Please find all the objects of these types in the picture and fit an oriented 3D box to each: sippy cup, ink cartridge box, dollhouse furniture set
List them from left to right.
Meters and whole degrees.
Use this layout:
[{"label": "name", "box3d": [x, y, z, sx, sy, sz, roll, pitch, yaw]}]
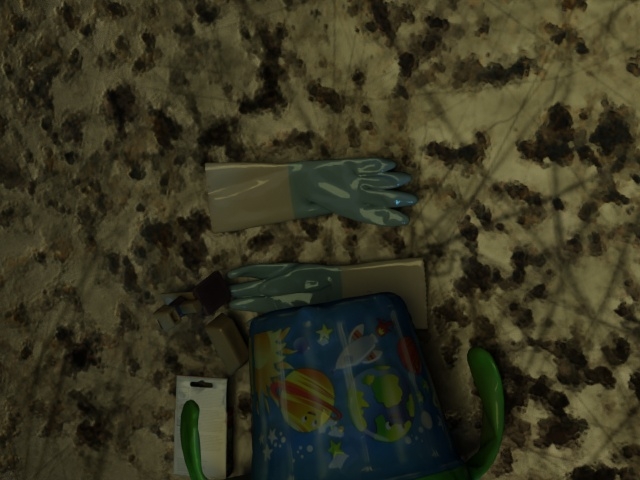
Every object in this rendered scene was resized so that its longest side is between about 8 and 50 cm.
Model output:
[{"label": "dollhouse furniture set", "box3d": [-0.141, 0.106, 1.768, 0.081, 0.091, 0.114, -8, 115, 47]}, {"label": "ink cartridge box", "box3d": [-0.130, 0.206, 1.794, 0.063, 0.029, 0.115, 3, 95, 12]}, {"label": "sippy cup", "box3d": [0.024, 0.173, 1.657, 0.240, 0.305, 0.224, -14, 85, 36]}]

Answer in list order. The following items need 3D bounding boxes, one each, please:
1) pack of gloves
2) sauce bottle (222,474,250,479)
[{"label": "pack of gloves", "box3d": [0.000, 0.000, 1.747, 0.232, 0.046, 0.195, -1, 110, 12]}, {"label": "sauce bottle", "box3d": [-0.071, 0.432, 1.763, 0.111, 0.111, 0.344, -3, 93, 12]}]
